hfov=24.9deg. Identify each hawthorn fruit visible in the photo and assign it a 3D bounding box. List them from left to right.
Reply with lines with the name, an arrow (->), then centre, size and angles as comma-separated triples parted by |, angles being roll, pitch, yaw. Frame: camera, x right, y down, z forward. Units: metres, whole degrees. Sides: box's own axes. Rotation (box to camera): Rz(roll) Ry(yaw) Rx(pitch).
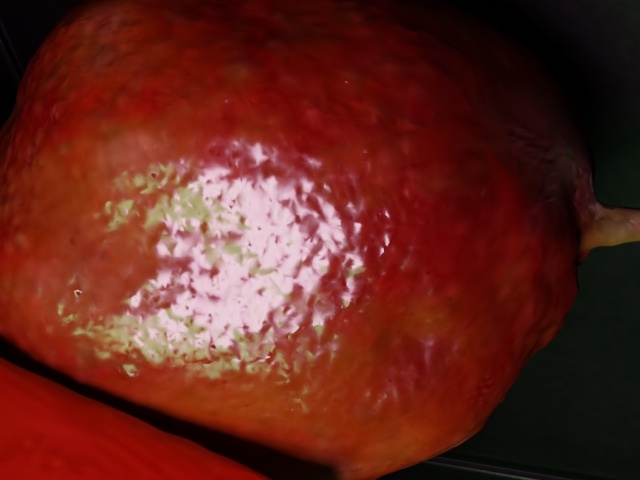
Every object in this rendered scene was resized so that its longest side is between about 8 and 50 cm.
hawthorn fruit -> 0.000, 0.000, 0.494 | 0.251, 0.189, 0.190 | 6, 134, 19

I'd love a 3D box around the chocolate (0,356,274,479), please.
chocolate -> -0.202, 0.178, 0.506 | 0.341, 0.161, 0.360 | 21, 133, 8
